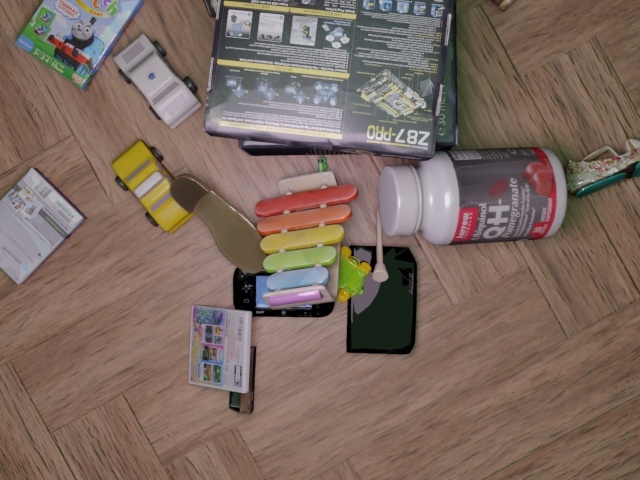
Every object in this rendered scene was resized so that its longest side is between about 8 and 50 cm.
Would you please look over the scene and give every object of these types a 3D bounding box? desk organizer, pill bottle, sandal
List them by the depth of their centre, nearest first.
[{"bbox_3d":[0.274,-0.081,1.668,0.318,0.176,0.176,-4,91,-12],"label":"pill bottle"},{"bbox_3d":[-0.187,-0.045,1.756,0.088,0.079,0.240,-42,101,17],"label":"sandal"},{"bbox_3d":[-0.156,0.273,1.779,0.050,0.047,0.130,3,91,3],"label":"desk organizer"}]

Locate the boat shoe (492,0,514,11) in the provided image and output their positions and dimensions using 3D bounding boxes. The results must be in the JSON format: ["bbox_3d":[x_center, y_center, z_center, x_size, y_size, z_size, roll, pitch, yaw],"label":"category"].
[{"bbox_3d":[0.390,-0.530,1.746,0.060,0.064,0.178,39,94,-2],"label":"boat shoe"}]

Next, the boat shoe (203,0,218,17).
[{"bbox_3d":[-0.247,-0.530,1.756,0.073,0.080,0.223,-20,85,7],"label":"boat shoe"}]

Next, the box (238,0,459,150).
[{"bbox_3d":[0.049,-0.311,1.684,0.395,0.212,0.293,-1,91,2],"label":"box"}]

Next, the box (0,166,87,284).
[{"bbox_3d":[-0.578,-0.028,1.787,0.145,0.038,0.186,44,90,1],"label":"box"}]

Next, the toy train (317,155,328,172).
[{"bbox_3d":[0.006,-0.124,1.779,0.017,0.024,0.083,-7,92,31],"label":"toy train"}]

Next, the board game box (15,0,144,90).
[{"bbox_3d":[-0.473,-0.428,1.778,0.160,0.039,0.211,34,91,1],"label":"board game box"}]

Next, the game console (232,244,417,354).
[{"bbox_3d":[0.008,0.115,1.775,0.361,0.044,0.213,1,91,2],"label":"game console"}]

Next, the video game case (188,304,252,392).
[{"bbox_3d":[-0.196,0.209,1.757,0.143,0.019,0.157,3,91,34],"label":"video game case"}]

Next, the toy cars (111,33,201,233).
[{"bbox_3d":[-0.324,-0.210,1.754,0.176,0.087,0.393,1,91,1],"label":"toy cars"}]

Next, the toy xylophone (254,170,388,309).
[{"bbox_3d":[0.000,0.000,1.666,0.236,0.322,0.081,-15,133,8],"label":"toy xylophone"}]

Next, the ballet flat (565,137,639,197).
[{"bbox_3d":[0.583,-0.154,1.743,0.241,0.091,0.077,-17,68,-2],"label":"ballet flat"}]

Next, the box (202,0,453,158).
[{"bbox_3d":[0.016,-0.314,1.532,0.395,0.097,0.318,6,89,1],"label":"box"}]

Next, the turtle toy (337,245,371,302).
[{"bbox_3d":[0.028,0.061,1.719,0.130,0.066,0.095,39,66,5],"label":"turtle toy"}]
